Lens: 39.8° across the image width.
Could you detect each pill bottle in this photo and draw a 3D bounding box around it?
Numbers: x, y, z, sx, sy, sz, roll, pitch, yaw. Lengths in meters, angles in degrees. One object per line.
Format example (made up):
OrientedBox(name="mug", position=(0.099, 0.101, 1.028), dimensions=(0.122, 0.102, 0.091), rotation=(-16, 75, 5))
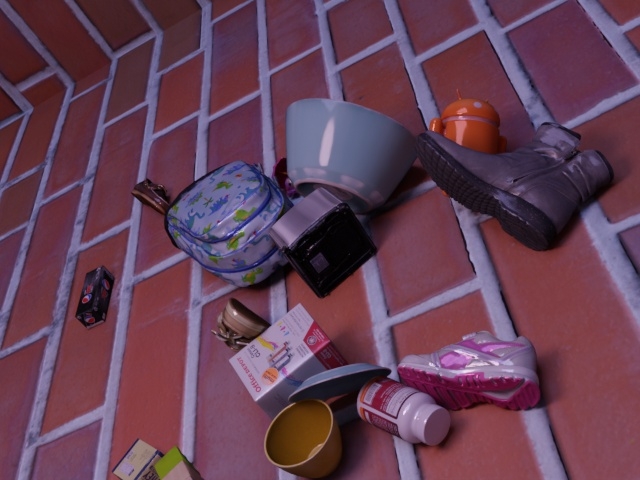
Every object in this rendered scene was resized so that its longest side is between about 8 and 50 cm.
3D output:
OrientedBox(name="pill bottle", position=(0.139, 0.286, 1.472), dimensions=(0.152, 0.086, 0.086), rotation=(16, 60, 49))

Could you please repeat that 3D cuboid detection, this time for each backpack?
OrientedBox(name="backpack", position=(-0.190, -0.040, 2.022), dimensions=(0.290, 0.273, 0.355), rotation=(-35, 47, -9))

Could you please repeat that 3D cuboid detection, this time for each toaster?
OrientedBox(name="toaster", position=(0.000, 0.000, 1.838), dimensions=(0.168, 0.186, 0.110), rotation=(-41, 40, -6))

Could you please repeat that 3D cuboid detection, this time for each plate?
OrientedBox(name="plate", position=(0.031, 0.244, 1.539), dimensions=(0.188, 0.188, 0.024), rotation=(-23, 70, 18))

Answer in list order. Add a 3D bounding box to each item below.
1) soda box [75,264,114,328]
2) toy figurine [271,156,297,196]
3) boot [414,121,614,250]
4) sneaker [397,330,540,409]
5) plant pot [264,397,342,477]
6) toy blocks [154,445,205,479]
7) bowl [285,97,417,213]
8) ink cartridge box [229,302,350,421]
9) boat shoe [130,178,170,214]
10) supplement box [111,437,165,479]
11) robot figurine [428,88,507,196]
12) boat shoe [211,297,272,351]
OrientedBox(name="soda box", position=(-0.580, 0.145, 2.276), dimensions=(0.060, 0.053, 0.169), rotation=(-24, 36, 17))
OrientedBox(name="toy figurine", position=(-0.046, -0.166, 2.162), dimensions=(0.159, 0.130, 0.173), rotation=(-33, 57, 28))
OrientedBox(name="boot", position=(0.366, -0.150, 1.690), dimensions=(0.338, 0.118, 0.223), rotation=(39, 74, 17))
OrientedBox(name="sneaker", position=(0.250, 0.210, 1.465), dimensions=(0.252, 0.103, 0.111), rotation=(-1, 43, 31))
OrientedBox(name="plant pot", position=(-0.015, 0.354, 1.516), dimensions=(0.134, 0.095, 0.134), rotation=(-23, 36, 18))
OrientedBox(name="toy blocks", position=(-0.121, 0.502, 1.314), dimensions=(0.190, 0.261, 0.381), rotation=(-44, 28, -7))
OrientedBox(name="bowl", position=(0.049, -0.165, 1.930), dimensions=(0.311, 0.311, 0.163), rotation=(4, 71, 43))
OrientedBox(name="ink cartridge box", position=(-0.053, 0.237, 1.645), dimensions=(0.176, 0.127, 0.128), rotation=(-39, 44, -3))
OrientedBox(name="boat shoe", position=(-0.469, -0.131, 2.484), dimensions=(0.073, 0.073, 0.207), rotation=(-46, 36, -11))
OrientedBox(name="supplement box", position=(-0.346, 0.446, 1.725), dimensions=(0.083, 0.056, 0.083), rotation=(13, 57, 47))
OrientedBox(name="robot figurine", position=(0.300, -0.196, 1.812), dimensions=(0.158, 0.128, 0.220), rotation=(5, 81, 13))
OrientedBox(name="boat shoe", position=(-0.156, 0.181, 1.751), dimensions=(0.089, 0.104, 0.285), rotation=(-53, -7, -7))
